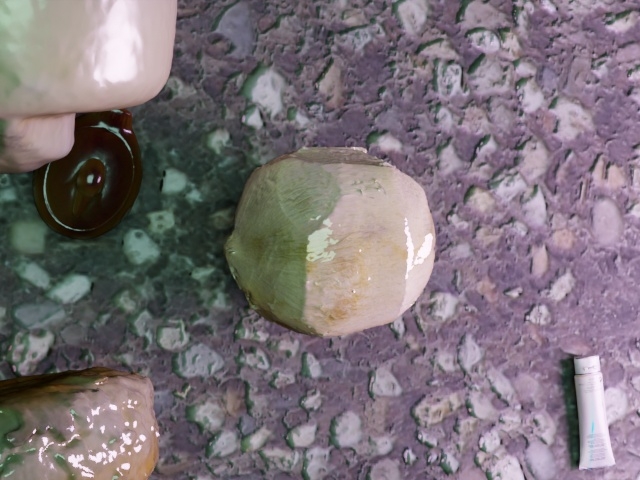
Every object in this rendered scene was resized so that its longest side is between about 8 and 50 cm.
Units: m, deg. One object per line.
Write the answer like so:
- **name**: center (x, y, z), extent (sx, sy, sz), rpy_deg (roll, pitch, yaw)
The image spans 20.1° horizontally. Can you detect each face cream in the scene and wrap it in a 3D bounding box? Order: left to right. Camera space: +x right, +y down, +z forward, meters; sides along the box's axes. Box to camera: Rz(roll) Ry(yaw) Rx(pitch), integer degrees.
- **face cream**: center (0.268, 0.170, 1.785), extent (0.038, 0.020, 0.115), rpy_deg (-7, 92, -12)

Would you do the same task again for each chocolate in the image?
- **chocolate**: center (-0.273, -0.210, 1.529), extent (0.314, 0.326, 0.297), rpy_deg (-1, 86, 29)

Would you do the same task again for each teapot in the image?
- **teapot**: center (-0.212, -0.064, 1.664), extent (0.098, 0.078, 0.129), rpy_deg (24, 85, -10)

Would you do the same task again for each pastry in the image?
- **pastry**: center (-0.286, 0.194, 1.537), extent (0.330, 0.329, 0.136), rpy_deg (-13, 91, -11)

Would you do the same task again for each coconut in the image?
- **coconut**: center (0.001, 0.001, 1.657), extent (0.194, 0.194, 0.194), rpy_deg (0, 89, -11)
